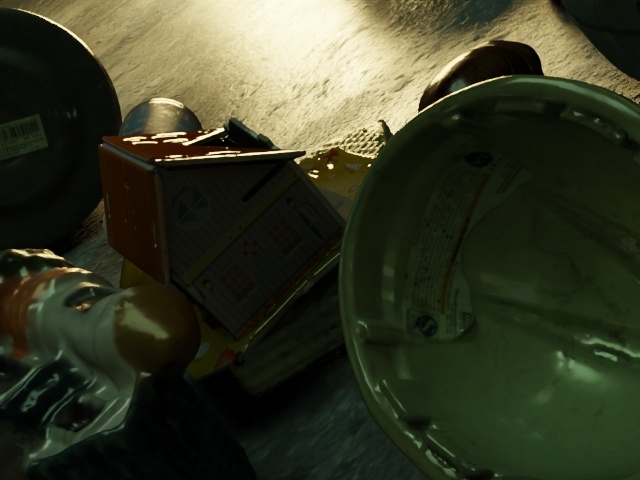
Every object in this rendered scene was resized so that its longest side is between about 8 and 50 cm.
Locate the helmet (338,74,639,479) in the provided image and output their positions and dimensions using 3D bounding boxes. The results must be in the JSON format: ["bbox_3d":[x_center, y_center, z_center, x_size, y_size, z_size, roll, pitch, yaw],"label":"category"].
[{"bbox_3d":[0.138,0.038,0.721,0.257,0.137,0.204,39,111,46],"label":"helmet"}]

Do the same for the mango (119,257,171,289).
[{"bbox_3d":[-0.100,-0.009,1.194,0.115,0.089,0.165,-24,28,28],"label":"mango"}]

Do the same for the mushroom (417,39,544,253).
[{"bbox_3d":[0.171,-0.050,0.890,0.217,0.148,0.227,-1,16,11],"label":"mushroom"}]

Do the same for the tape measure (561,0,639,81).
[{"bbox_3d":[0.281,-0.213,1.000,0.256,0.147,0.275,-34,27,7],"label":"tape measure"}]

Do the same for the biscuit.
[{"bbox_3d":[0.000,0.000,1.085,0.150,0.052,0.252,-30,23,13],"label":"biscuit"}]

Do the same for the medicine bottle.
[{"bbox_3d":[-0.152,-0.055,1.363,0.083,0.083,0.203,-29,25,15],"label":"medicine bottle"}]

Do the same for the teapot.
[{"bbox_3d":[-0.323,-0.072,1.545,0.239,0.321,0.239,5,5,-6],"label":"teapot"}]

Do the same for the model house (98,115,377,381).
[{"bbox_3d":[-0.076,-0.035,1.024,0.207,0.136,0.219,-45,23,-7],"label":"model house"}]

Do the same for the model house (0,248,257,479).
[{"bbox_3d":[-0.149,0.140,0.842,0.271,0.190,0.301,-45,26,-26],"label":"model house"}]
